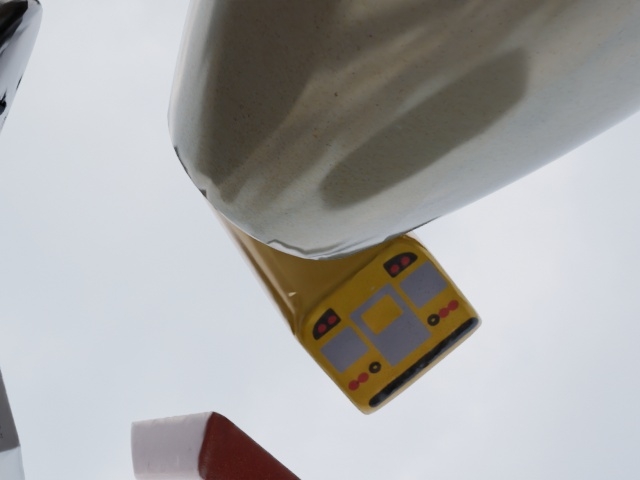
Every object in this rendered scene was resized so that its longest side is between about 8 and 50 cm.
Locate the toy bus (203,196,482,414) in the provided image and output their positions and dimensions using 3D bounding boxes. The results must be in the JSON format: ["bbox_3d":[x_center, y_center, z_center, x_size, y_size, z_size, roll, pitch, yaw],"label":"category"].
[{"bbox_3d":[0.000,0.000,1.082,0.108,0.130,0.332,-40,-150,2],"label":"toy bus"}]

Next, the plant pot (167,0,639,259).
[{"bbox_3d":[0.049,-0.123,0.664,0.274,0.256,0.256,-47,-118,36],"label":"plant pot"}]

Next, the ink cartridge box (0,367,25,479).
[{"bbox_3d":[-0.397,0.110,1.318,0.197,0.114,0.272,-13,-117,-17],"label":"ink cartridge box"}]

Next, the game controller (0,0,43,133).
[{"bbox_3d":[-0.206,0.033,0.666,0.067,0.166,0.319,31,-60,2],"label":"game controller"}]

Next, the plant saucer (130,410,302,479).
[{"bbox_3d":[-0.049,0.252,1.275,0.047,0.259,0.258,-53,-167,-22],"label":"plant saucer"}]
